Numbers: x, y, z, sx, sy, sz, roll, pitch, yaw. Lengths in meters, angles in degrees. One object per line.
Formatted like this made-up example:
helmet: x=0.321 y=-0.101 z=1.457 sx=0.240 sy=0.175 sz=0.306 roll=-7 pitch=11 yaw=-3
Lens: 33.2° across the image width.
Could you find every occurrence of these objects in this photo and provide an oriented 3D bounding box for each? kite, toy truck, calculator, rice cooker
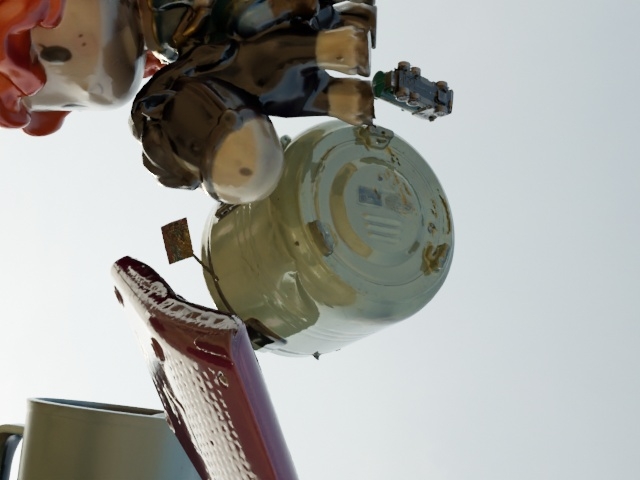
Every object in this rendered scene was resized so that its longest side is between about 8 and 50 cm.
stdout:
kite: x=-0.116 y=0.014 z=0.921 sx=0.044 sy=0.002 sz=0.078 roll=-44 pitch=-114 yaw=33
toy truck: x=0.092 y=-0.148 z=1.084 sx=0.044 sy=0.083 sz=0.039 roll=-20 pitch=-120 yaw=48
calculator: x=-0.062 y=0.081 z=0.545 sx=0.190 sy=0.034 sz=0.127 roll=21 pitch=-46 yaw=62
rice cooker: x=0.000 y=0.000 z=1.104 sx=0.244 sy=0.226 sz=0.226 roll=-35 pitch=-126 yaw=57

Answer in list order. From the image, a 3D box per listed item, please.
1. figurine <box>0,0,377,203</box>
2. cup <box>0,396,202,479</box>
figurine: x=-0.140 y=-0.186 z=0.970 sx=0.411 sy=0.241 sz=0.306 roll=29 pitch=-101 yaw=14
cup: x=-0.288 y=0.359 z=1.321 sx=0.257 sy=0.331 sz=0.311 roll=119 pitch=-22 yaw=-81
